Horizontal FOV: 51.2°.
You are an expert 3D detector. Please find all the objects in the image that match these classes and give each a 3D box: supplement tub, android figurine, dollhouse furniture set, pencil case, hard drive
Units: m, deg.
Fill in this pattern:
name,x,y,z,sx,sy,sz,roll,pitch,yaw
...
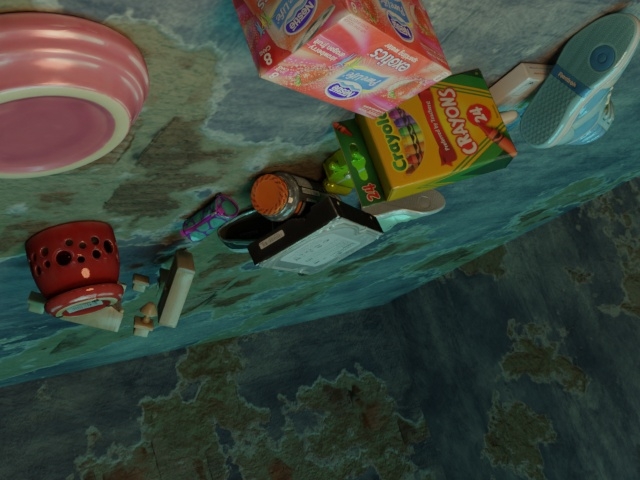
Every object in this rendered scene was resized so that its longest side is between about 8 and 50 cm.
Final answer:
name,x,y,z,sx,sy,sz,roll,pitch,yaw
supplement tub,-0.071,-0.096,1.555,0.117,0.117,0.190,-27,164,27
android figurine,0.116,-0.182,1.608,0.248,0.056,0.273,-26,166,26
dollhouse furniture set,-0.517,0.078,1.690,0.355,0.303,0.174,17,107,-20
pencil case,-0.263,-0.052,1.579,0.152,0.064,0.070,-31,177,38
hard drive,0.000,0.000,1.635,0.237,0.064,0.339,-30,164,16

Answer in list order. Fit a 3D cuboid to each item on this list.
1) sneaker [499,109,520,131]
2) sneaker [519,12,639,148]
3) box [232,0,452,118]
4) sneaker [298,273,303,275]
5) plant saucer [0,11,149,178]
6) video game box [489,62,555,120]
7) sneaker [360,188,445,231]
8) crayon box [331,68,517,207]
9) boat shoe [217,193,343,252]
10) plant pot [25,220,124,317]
name,x,y,z,sx,sy,sz,roll,pitch,yaw
sneaker,0.318,-0.254,1.460,0.229,0.092,0.087,-13,172,19
sneaker,0.584,-0.330,1.417,0.208,0.127,0.319,-3,142,-38
box,0.039,-0.288,0.933,0.154,0.142,0.300,-26,164,30
sneaker,-0.031,0.042,2.156,0.106,0.101,0.267,-23,171,-18
plant saucer,-0.395,-0.176,0.915,0.332,0.084,0.332,-17,166,-4
video game box,0.445,-0.324,1.513,0.187,0.048,0.205,-5,160,-37
sneaker,0.243,-0.089,2.026,0.256,0.094,0.151,-8,159,-4
crayon box,0.204,-0.204,1.337,0.318,0.202,0.081,-17,165,-9
boat shoe,-0.104,-0.040,1.708,0.335,0.121,0.119,-20,170,11
plant pot,-0.535,0.071,1.474,0.191,0.174,0.191,-17,168,-4
